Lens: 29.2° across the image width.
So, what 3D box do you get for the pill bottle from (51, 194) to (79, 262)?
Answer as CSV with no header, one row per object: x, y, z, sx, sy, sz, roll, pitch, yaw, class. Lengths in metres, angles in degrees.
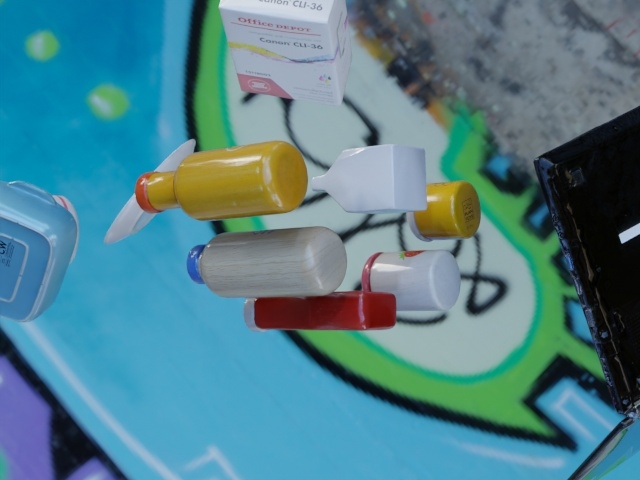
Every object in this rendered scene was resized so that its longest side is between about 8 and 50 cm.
-0.364,-0.010,1.399,0.087,0.160,0.087,2,92,54,pill bottle

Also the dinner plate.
-0.170,-0.046,1.264,0.017,0.141,0.141,39,150,0,dinner plate

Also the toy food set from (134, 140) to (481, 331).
0.000,0.000,0.760,0.105,0.232,0.111,-3,88,35,toy food set

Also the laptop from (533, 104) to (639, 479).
0.230,0.030,0.833,0.136,0.234,0.264,-2,111,60,laptop

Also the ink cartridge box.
-0.035,-0.222,1.256,0.115,0.067,0.198,9,156,11,ink cartridge box

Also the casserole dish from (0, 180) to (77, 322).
-0.320,0.019,1.268,0.114,0.037,0.188,23,129,-6,casserole dish
